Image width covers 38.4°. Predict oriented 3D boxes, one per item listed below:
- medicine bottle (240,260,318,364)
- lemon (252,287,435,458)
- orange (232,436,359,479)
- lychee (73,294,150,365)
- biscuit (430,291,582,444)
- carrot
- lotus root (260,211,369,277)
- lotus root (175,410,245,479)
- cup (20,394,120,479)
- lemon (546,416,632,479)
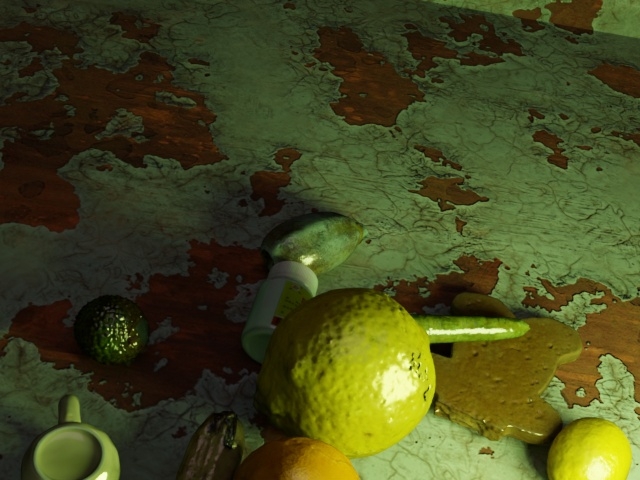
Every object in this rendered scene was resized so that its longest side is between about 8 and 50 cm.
[{"bbox_3d":[-0.088,0.166,2.097,0.139,0.139,0.225,15,45,3],"label":"medicine bottle"},{"bbox_3d":[0.048,0.275,1.876,0.387,0.349,0.349,-24,53,-13],"label":"lemon"},{"bbox_3d":[-0.044,0.492,1.701,0.261,0.261,0.261,6,45,-6],"label":"orange"},{"bbox_3d":[-0.460,0.192,1.993,0.171,0.171,0.171,6,45,-6],"label":"lychee"},{"bbox_3d":[0.395,0.291,2.121,0.368,0.076,0.394,19,43,13],"label":"biscuit"},{"bbox_3d":[0.309,0.200,2.099,0.359,0.074,0.074,-1,46,-12],"label":"carrot"},{"bbox_3d":[0.000,0.000,2.282,0.322,0.140,0.158,-22,53,-32],"label":"lotus root"},{"bbox_3d":[-0.224,0.454,1.819,0.110,0.097,0.258,14,52,12],"label":"lotus root"},{"bbox_3d":[-0.450,0.421,1.725,0.173,0.202,0.255,14,44,2],"label":"cup"},{"bbox_3d":[0.563,0.459,1.923,0.170,0.170,0.207,34,47,21],"label":"lemon"}]
